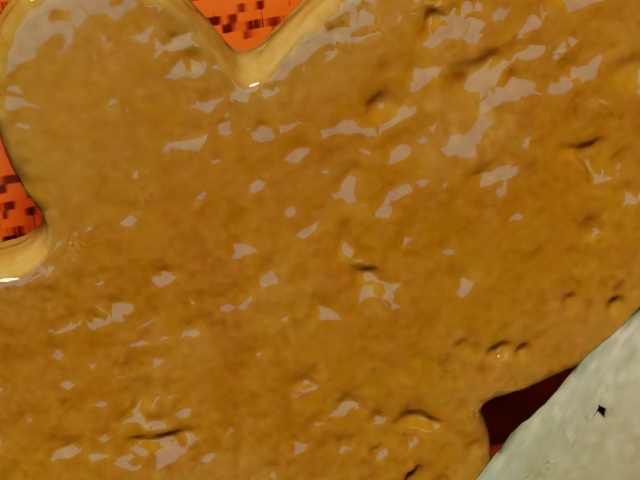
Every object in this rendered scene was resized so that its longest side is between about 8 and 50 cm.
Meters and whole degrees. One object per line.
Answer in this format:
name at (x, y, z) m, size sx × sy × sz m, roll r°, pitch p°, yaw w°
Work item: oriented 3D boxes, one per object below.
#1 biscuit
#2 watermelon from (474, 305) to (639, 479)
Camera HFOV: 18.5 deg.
biscuit at (0.000, -0.001, 0.405) m, size 0.240 × 0.035 × 0.158 m, roll -30°, pitch 114°, yaw 4°
watermelon at (0.098, 0.218, 0.368) m, size 0.228 × 0.258 × 0.387 m, roll 18°, pitch 87°, yaw -34°
